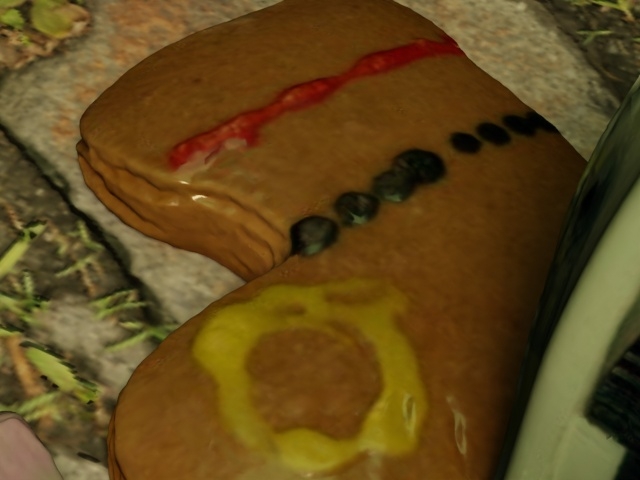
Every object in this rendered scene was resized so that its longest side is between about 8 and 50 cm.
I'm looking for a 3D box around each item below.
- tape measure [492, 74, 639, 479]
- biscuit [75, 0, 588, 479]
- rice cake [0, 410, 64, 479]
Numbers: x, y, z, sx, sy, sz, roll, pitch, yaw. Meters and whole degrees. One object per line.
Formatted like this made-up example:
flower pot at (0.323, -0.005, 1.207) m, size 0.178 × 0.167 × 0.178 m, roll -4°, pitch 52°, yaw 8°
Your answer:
tape measure at (0.178, 0.028, 0.558) m, size 0.138 × 0.262 × 0.259 m, roll 30°, pitch 45°, yaw 31°
biscuit at (0.000, -0.001, 0.681) m, size 0.262 × 0.052 × 0.277 m, roll -19°, pitch 52°, yaw -29°
rice cake at (-0.080, 0.176, 0.487) m, size 0.106 × 0.050 × 0.298 m, roll -17°, pitch 51°, yaw -25°
